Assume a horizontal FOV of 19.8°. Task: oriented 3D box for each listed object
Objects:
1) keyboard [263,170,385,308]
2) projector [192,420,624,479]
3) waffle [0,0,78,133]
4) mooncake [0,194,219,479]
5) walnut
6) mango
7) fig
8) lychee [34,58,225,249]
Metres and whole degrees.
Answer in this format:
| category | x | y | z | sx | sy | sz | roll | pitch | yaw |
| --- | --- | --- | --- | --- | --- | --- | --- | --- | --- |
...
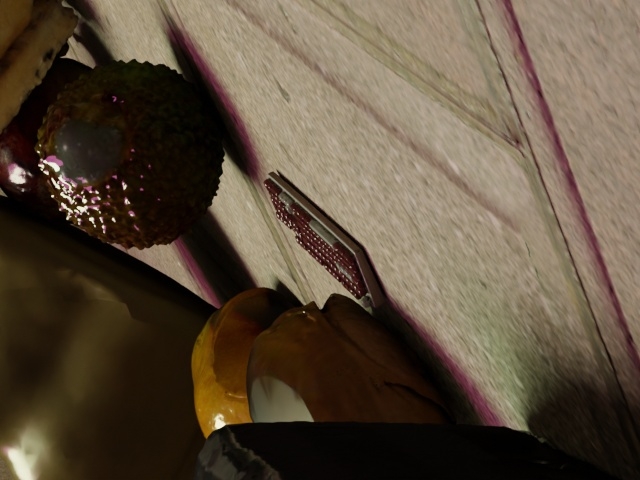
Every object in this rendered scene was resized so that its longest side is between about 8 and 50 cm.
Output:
| category | x | y | z | sx | sy | sz | roll | pitch | yaw |
| --- | --- | --- | --- | --- | --- | --- | --- | --- | --- |
| keyboard | 0.000 | 0.000 | 1.362 | 0.166 | 0.017 | 0.055 | 43 | 162 | 57 |
| projector | 0.052 | 0.317 | 0.966 | 0.395 | 0.242 | 0.405 | -157 | 70 | -75 |
| waffle | -0.449 | -0.169 | 1.972 | 0.376 | 0.261 | 0.114 | -7 | 134 | 46 |
| mooncake | -0.285 | 0.129 | 2.049 | 0.467 | 0.262 | 0.467 | 30 | -178 | -1 |
| walnut | 0.020 | 0.124 | 1.328 | 0.245 | 0.137 | 0.137 | 43 | 162 | 58 |
| mango | -0.051 | 0.146 | 1.727 | 0.166 | 0.136 | 0.236 | 62 | 175 | -38 |
| fig | -0.278 | -0.139 | 1.992 | 0.274 | 0.170 | 0.145 | -107 | 34 | -45 |
| lychee | -0.152 | -0.069 | 1.527 | 0.171 | 0.171 | 0.171 | 56 | 170 | 15 |
